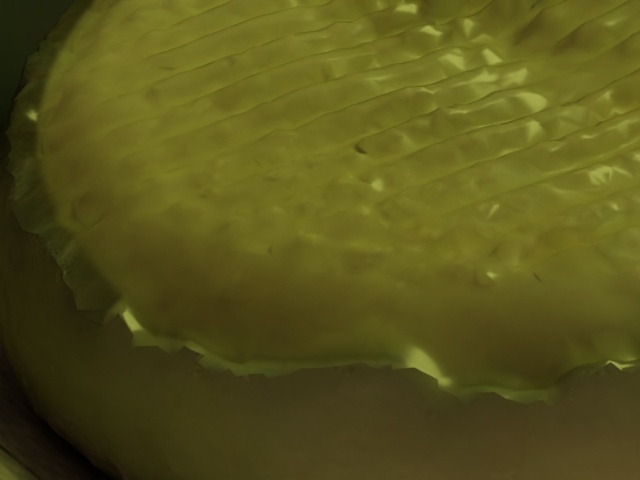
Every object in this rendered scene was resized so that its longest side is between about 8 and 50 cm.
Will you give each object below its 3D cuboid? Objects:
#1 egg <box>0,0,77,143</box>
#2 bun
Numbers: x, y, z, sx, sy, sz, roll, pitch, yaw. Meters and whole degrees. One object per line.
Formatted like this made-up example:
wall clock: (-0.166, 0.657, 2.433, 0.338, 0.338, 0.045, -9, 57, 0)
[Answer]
egg: (-0.042, -0.128, 0.827, 0.389, 0.276, 0.276, 38, 5, 0)
bun: (0.048, -0.010, 0.599, 0.287, 0.287, 0.146, 42, -28, 40)
